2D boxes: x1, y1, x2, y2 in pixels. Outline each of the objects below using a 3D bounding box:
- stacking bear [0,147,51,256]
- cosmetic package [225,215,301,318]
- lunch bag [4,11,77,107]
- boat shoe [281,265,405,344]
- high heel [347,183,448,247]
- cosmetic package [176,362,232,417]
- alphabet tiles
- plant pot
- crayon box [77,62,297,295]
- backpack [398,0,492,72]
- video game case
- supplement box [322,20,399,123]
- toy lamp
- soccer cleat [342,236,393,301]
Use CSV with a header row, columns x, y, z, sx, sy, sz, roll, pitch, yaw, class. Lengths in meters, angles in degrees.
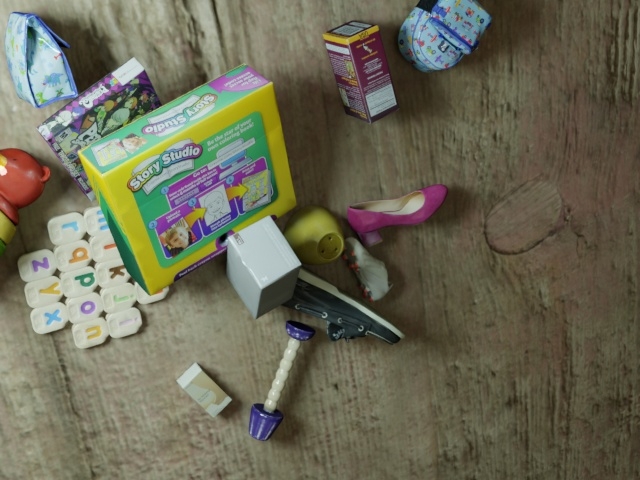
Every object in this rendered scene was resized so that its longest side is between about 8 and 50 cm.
x,y,z,sx,sy,sz,roll,pitch,yaw,class
-0.602,-0.044,1.597,0.289,0.175,0.164,-50,146,-16,stacking bear
-0.119,0.059,1.843,0.107,0.238,0.127,-29,78,-19,cosmetic package
-0.488,-0.317,1.573,0.096,0.129,0.151,-26,117,-25,lunch bag
0.040,0.170,2.049,0.340,0.127,0.113,32,92,-32,boat shoe
0.174,-0.086,2.060,0.244,0.082,0.117,-27,130,-4,high heel
-0.252,0.326,1.990,0.060,0.041,0.115,-45,123,-8,cosmetic package
-0.443,0.071,1.803,0.278,0.021,0.284,-17,115,-23,alphabet tiles
0.000,0.000,1.983,0.134,0.095,0.134,-11,113,-27,plant pot
-0.236,-0.114,1.739,0.363,0.106,0.313,-33,137,-21,crayon box
0.259,-0.445,1.958,0.158,0.117,0.173,35,91,-33,backpack
-0.379,-0.195,1.659,0.210,0.042,0.232,-39,156,-12,video game case
0.085,-0.350,1.899,0.081,0.104,0.188,-28,120,-18,supplement box
-0.094,0.318,2.057,0.080,0.080,0.274,16,97,-33,toy lamp
0.107,0.056,2.085,0.076,0.068,0.196,-39,129,-16,soccer cleat
